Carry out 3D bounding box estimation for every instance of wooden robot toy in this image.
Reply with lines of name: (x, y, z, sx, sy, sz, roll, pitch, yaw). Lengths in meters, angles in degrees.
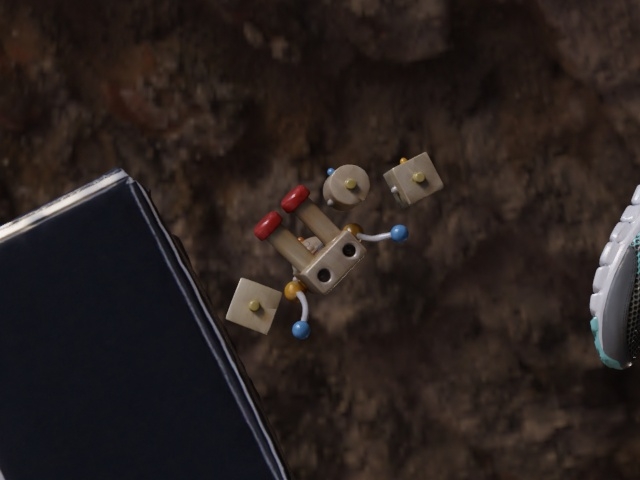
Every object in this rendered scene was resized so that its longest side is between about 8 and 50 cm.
wooden robot toy: (0.000, 0.000, 1.102, 0.173, 0.079, 0.076, -44, -88, -10)

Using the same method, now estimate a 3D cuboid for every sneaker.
sneaker: (0.215, 0.003, 0.958, 0.076, 0.166, 0.065, 21, -8, 30)

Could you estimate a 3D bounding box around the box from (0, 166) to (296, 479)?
box: (-0.281, 0.195, 1.287, 0.479, 0.472, 0.297, -27, -92, -4)
